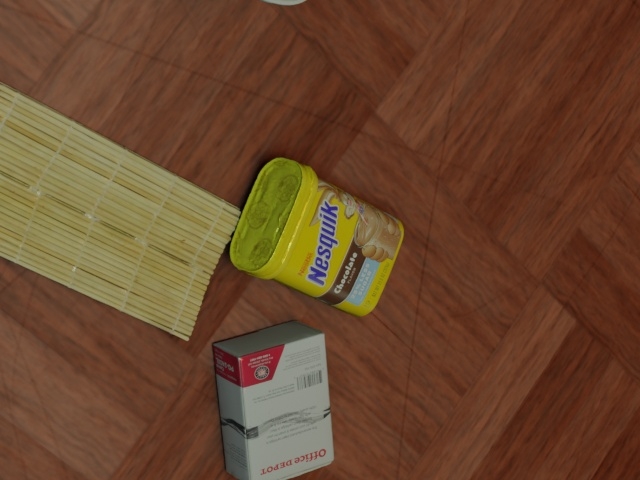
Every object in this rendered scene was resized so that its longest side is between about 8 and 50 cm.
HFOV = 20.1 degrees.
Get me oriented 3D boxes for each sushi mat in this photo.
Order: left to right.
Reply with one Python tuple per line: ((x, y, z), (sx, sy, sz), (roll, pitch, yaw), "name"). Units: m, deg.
((-0.223, -0.024, 1.787), (0.316, 0.019, 0.151), (28, 84, -36), "sushi mat")

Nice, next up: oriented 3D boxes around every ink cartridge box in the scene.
((-0.049, 0.174, 1.925), (0.109, 0.063, 0.150), (-14, 109, -31), "ink cartridge box")

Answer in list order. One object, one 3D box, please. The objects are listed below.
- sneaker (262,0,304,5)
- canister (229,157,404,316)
((-0.123, -0.322, 1.695), (0.292, 0.169, 0.108), (33, 84, -34), "sneaker")
((0.000, 0.000, 1.903), (0.170, 0.073, 0.126), (26, 84, -42), "canister")
